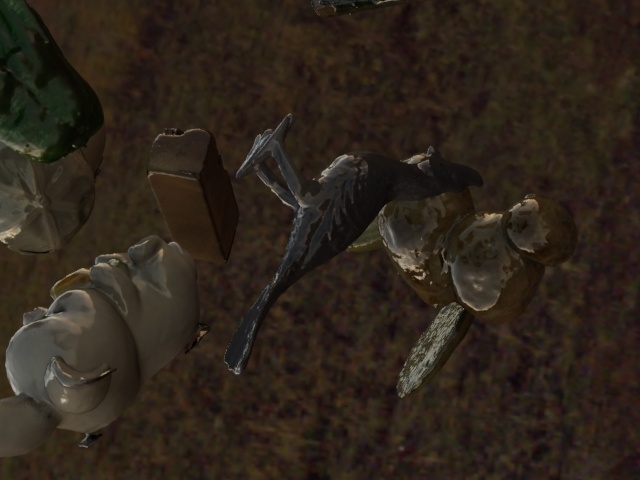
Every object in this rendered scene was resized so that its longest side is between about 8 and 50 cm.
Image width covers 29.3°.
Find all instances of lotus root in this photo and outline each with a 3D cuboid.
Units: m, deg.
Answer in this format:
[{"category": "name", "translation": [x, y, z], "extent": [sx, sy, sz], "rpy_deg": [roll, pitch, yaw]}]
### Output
[{"category": "lotus root", "translation": [0.104, -0.039, 2.008], "extent": [0.183, 0.090, 0.077], "rpy_deg": [-23, 13, 23]}]

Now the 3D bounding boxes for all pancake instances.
[{"category": "pancake", "translation": [0.181, 0.155, 1.908], "extent": [0.212, 0.029, 0.235], "rpy_deg": [-53, 3, 23]}]

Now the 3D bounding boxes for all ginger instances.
[{"category": "ginger", "translation": [0.222, 0.007, 1.755], "extent": [0.304, 0.155, 0.244], "rpy_deg": [19, 120, 33]}]

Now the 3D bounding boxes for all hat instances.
[{"category": "hat", "translation": [-0.402, -0.109, 1.832], "extent": [0.161, 0.232, 0.275], "rpy_deg": [-7, 40, 35]}]

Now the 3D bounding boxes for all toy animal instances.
[{"category": "toy animal", "translation": [-0.007, -0.038, 1.361], "extent": [0.367, 0.205, 0.081], "rpy_deg": [-38, 12, -11]}, {"category": "toy animal", "translation": [-0.238, 0.114, 1.313], "extent": [0.208, 0.154, 0.325], "rpy_deg": [-32, 16, 20]}]

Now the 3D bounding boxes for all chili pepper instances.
[{"category": "chili pepper", "translation": [-0.277, -0.166, 0.986], "extent": [0.099, 0.253, 0.083], "rpy_deg": [-37, 3, -3]}]

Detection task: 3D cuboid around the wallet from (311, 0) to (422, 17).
[{"category": "wallet", "translation": [0.112, -0.379, 1.562], "extent": [0.317, 0.044, 0.169], "rpy_deg": [3, 76, 52]}]

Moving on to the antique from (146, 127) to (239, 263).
[{"category": "antique", "translation": [-0.189, -0.070, 1.860], "extent": [0.310, 0.087, 0.093], "rpy_deg": [81, -160, -65]}]
